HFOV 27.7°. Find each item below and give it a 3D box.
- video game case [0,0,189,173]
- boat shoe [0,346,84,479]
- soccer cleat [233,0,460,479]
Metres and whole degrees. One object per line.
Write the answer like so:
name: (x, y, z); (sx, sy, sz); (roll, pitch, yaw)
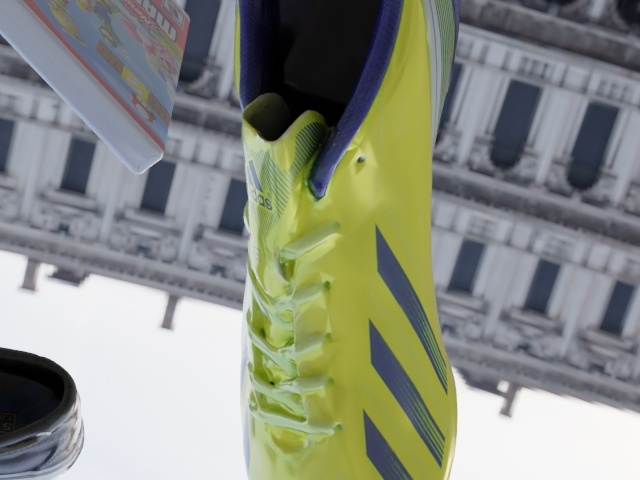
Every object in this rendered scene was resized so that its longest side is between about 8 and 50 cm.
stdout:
video game case: (-0.167, -0.175, 0.855); (0.204, 0.025, 0.285); (48, -164, -21)
boat shoe: (-0.221, 0.074, 0.590); (0.228, 0.076, 0.080); (9, -125, -11)
soccer cleat: (-0.001, -0.001, 0.482); (0.093, 0.289, 0.121); (4, -177, 23)
